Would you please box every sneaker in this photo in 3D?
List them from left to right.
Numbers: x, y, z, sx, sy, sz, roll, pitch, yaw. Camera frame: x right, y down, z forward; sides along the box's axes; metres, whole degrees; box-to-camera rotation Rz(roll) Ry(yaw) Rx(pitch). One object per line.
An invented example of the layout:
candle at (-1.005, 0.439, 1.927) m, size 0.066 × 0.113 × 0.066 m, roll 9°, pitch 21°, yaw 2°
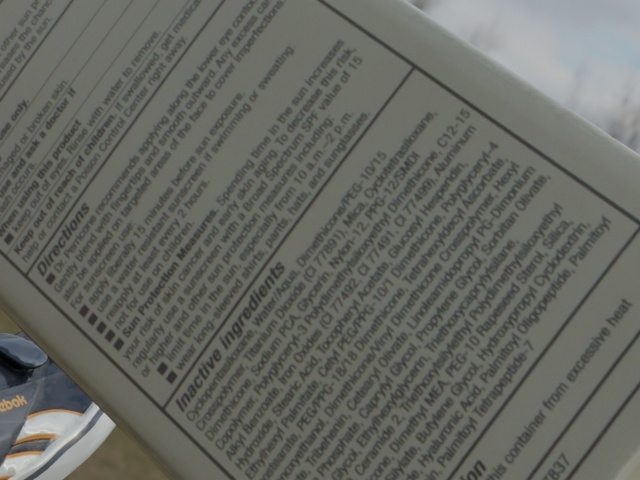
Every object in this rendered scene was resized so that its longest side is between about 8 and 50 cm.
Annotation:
sneaker at (-0.229, 0.109, 1.218) m, size 0.126 × 0.321 × 0.127 m, roll -7°, pitch -65°, yaw 34°

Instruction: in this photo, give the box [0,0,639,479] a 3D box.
box at (0.000, 0.000, 0.584) m, size 0.311 × 0.148 × 0.121 m, roll 41°, pitch 6°, yaw 38°
